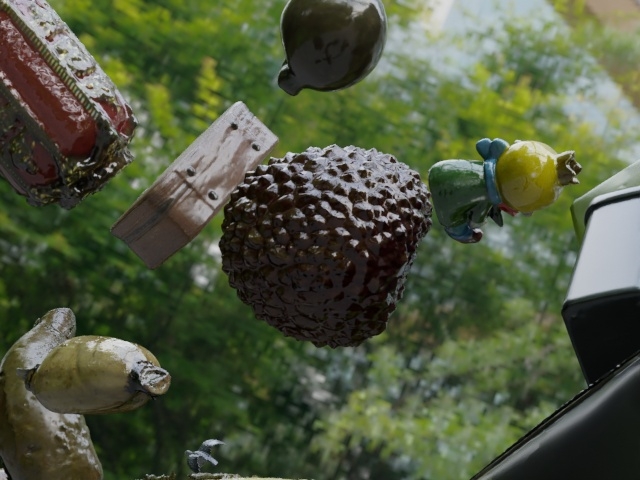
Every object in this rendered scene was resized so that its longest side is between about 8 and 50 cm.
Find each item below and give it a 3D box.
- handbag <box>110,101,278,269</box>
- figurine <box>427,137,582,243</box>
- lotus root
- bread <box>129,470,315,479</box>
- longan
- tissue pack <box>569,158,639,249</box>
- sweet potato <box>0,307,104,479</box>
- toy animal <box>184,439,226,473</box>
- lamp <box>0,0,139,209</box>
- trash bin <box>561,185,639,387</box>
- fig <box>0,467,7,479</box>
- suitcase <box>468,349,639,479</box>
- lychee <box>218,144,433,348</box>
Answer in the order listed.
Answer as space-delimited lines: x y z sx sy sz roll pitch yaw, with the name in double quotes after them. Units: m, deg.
-0.141 -0.059 1.518 0.072 0.193 0.151 44 -39 -9 "handbag"
0.296 -0.076 2.157 0.234 0.127 0.185 -14 -41 10 "figurine"
-0.178 0.106 1.071 0.152 0.063 0.072 -5 -1 31 "lotus root"
-0.140 0.391 1.565 0.242 0.346 0.405 21 14 2 "bread"
0.009 -0.307 2.099 0.159 0.204 0.185 32 14 -38 "longan"
0.456 0.025 1.785 0.200 0.275 0.167 -34 -61 23 "tissue pack"
-0.254 0.194 1.288 0.098 0.310 0.124 -10 -22 -2 "sweet potato"
-0.165 0.299 1.891 0.050 0.084 0.028 -16 -78 27 "toy animal"
-0.336 -0.168 1.590 0.274 0.177 0.177 51 -30 -5 "lamp"
0.295 0.058 1.234 0.101 0.236 0.177 -12 -68 27 "trash bin"
-0.394 0.390 1.768 0.146 0.134 0.201 0 40 -48 "fig"
0.266 0.244 1.028 0.194 0.283 0.434 22 -52 -34 "suitcase"
0.000 0.000 1.243 0.188 0.188 0.188 19 -26 10 "lychee"
